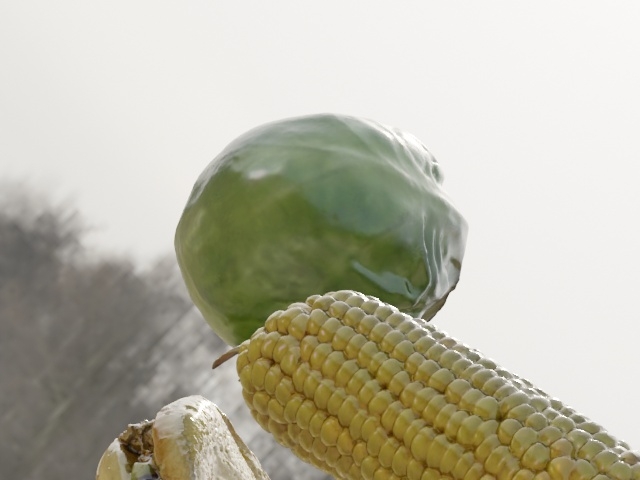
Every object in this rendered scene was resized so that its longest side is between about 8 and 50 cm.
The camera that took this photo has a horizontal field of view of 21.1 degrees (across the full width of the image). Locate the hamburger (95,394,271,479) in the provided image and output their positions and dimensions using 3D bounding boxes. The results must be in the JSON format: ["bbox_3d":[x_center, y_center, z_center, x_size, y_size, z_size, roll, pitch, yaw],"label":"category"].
[{"bbox_3d":[-0.085,0.225,1.365,0.214,0.108,0.214,50,5,-7],"label":"hamburger"}]

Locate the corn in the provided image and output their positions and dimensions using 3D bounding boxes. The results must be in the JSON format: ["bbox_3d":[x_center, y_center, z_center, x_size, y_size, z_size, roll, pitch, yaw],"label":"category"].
[{"bbox_3d":[0.075,0.106,0.876,0.310,0.101,0.101,25,-21,35],"label":"corn"}]

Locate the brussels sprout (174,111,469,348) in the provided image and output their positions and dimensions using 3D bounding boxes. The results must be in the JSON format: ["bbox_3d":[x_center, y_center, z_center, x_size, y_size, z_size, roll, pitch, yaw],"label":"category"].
[{"bbox_3d":[0.000,0.000,1.402,0.244,0.244,0.244,42,-12,11],"label":"brussels sprout"}]
